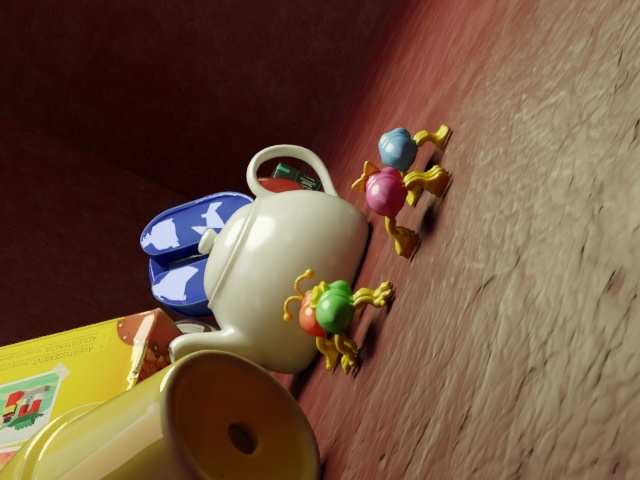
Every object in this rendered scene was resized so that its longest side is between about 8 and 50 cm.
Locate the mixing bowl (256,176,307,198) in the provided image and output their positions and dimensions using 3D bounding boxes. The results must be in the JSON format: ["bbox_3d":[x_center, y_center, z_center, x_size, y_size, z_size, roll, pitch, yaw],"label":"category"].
[{"bbox_3d":[-0.067,-0.054,1.921,0.181,0.098,0.181,165,90,-82],"label":"mixing bowl"}]

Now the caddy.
[{"bbox_3d":[-0.232,0.033,2.104,0.179,0.341,0.241,47,-153,-74],"label":"caddy"}]

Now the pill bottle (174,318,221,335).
[{"bbox_3d":[-0.284,0.297,1.965,0.392,0.224,0.224,-99,34,-81],"label":"pill bottle"}]

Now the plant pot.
[{"bbox_3d":[-0.133,0.228,0.832,0.239,0.254,0.254,-43,16,29],"label":"plant pot"}]

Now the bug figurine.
[{"bbox_3d":[0.041,0.001,0.934,0.216,0.072,0.279,-101,36,-81],"label":"bug figurine"}]

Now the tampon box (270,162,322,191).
[{"bbox_3d":[-0.085,-0.091,2.322,0.101,0.120,0.161,164,131,-82],"label":"tampon box"}]

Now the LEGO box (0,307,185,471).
[{"bbox_3d":[-0.392,0.328,1.176,0.500,0.193,0.373,-14,42,23],"label":"LEGO box"}]

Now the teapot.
[{"bbox_3d":[-0.062,0.030,1.201,0.256,0.187,0.253,-78,14,-70],"label":"teapot"}]
